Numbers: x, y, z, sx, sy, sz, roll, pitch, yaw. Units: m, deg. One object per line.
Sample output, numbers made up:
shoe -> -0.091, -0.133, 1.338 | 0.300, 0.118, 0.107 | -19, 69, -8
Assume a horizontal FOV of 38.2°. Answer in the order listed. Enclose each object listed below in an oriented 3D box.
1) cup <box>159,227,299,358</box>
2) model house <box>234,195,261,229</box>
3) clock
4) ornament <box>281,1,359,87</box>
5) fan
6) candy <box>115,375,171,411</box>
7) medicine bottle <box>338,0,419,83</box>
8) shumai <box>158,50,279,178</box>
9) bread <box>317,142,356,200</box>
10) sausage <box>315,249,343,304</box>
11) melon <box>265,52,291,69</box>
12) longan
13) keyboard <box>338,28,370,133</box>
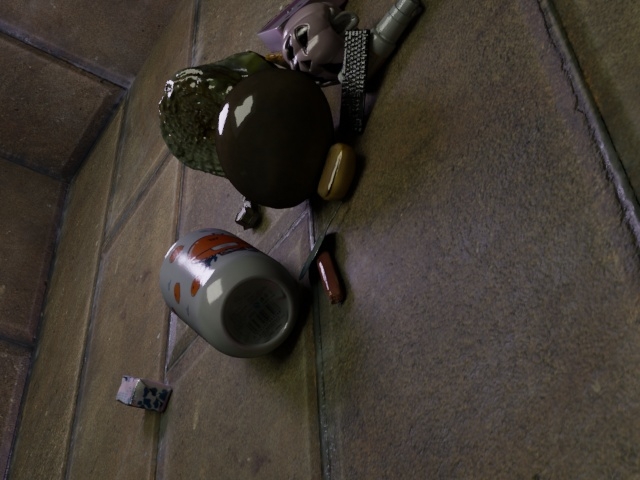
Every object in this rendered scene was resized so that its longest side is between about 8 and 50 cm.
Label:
cup -> -0.176, 0.107, 1.834 | 0.317, 0.212, 0.212 | 25, 91, 63
model house -> -0.173, -0.057, 2.145 | 0.058, 0.057, 0.083 | -50, 31, 24
clock -> -0.043, -0.535, 2.200 | 0.197, 0.063, 0.150 | -45, 21, -14
ornament -> 0.011, -0.417, 1.949 | 0.177, 0.178, 0.177 | -45, 33, 39
fan -> 0.000, 0.000, 1.768 | 0.175, 0.005, 0.113 | -60, 6, 13
candy -> -0.438, 0.375, 2.264 | 0.160, 0.092, 0.073 | -11, 61, 63
medicine bottle -> 0.121, -0.401, 1.854 | 0.220, 0.061, 0.092 | -51, 11, 30
shumai -> -0.206, -0.323, 2.242 | 0.304, 0.309, 0.263 | -30, 18, 44
bread -> 0.038, -0.130, 1.785 | 0.082, 0.056, 0.115 | 9, 82, 68
sausage -> 0.016, 0.064, 1.692 | 0.030, 0.035, 0.147 | -27, 35, 6
melon -> -0.035, -0.435, 2.164 | 0.182, 0.098, 0.054 | 2, 88, 46
longan -> -0.091, -0.213, 1.870 | 0.300, 0.243, 0.300 | -173, 90, -82
keyboard -> 0.067, -0.315, 1.836 | 0.061, 0.013, 0.204 | 9, 98, 41
